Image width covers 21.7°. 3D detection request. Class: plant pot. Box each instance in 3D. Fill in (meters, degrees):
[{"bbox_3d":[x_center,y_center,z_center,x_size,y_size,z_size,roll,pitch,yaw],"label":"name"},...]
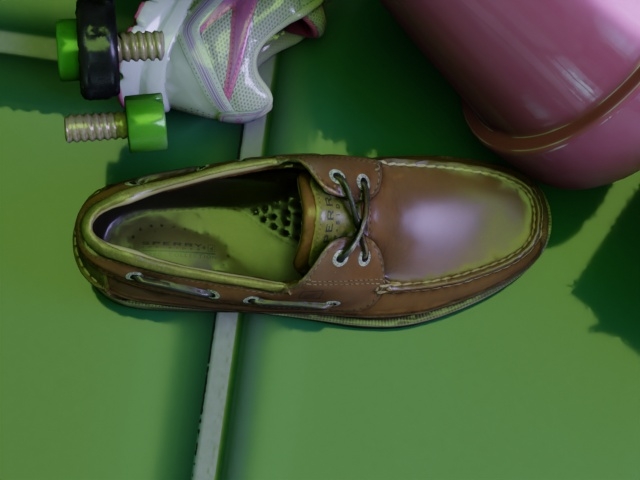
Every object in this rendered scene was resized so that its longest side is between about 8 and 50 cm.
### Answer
[{"bbox_3d":[0.129,-0.158,0.999,0.180,0.201,0.201,33,78,-31],"label":"plant pot"}]

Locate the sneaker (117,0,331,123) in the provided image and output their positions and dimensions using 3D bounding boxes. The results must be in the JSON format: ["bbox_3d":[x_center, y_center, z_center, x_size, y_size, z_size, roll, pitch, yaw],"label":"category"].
[{"bbox_3d":[-0.037,-0.183,1.084,0.111,0.103,0.252,24,88,0],"label":"sneaker"}]

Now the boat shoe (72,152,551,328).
[{"bbox_3d":[0.000,0.000,1.045,0.307,0.104,0.111,-7,80,-4],"label":"boat shoe"}]

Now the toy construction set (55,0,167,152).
[{"bbox_3d":[-0.039,-0.243,0.946,0.237,0.257,0.309,-4,69,-7],"label":"toy construction set"}]
